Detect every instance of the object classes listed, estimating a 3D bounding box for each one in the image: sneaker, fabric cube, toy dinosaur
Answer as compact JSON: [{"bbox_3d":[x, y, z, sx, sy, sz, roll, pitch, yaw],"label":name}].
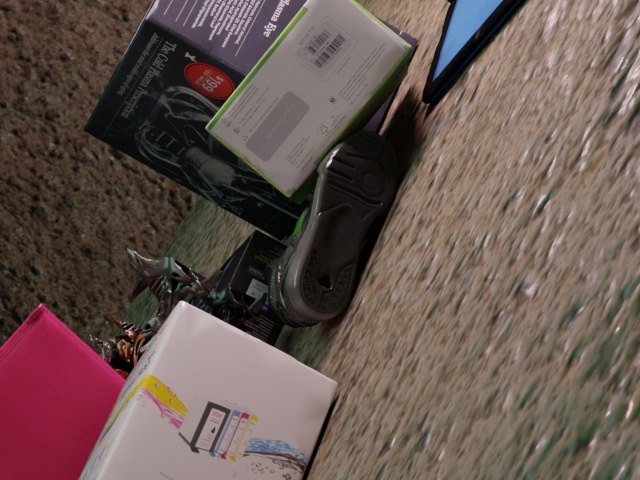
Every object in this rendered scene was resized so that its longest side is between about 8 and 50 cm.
[{"bbox_3d":[0.004,-0.007,1.906,0.130,0.087,0.228,-33,34,59],"label":"sneaker"},{"bbox_3d":[-0.290,0.263,1.847,0.254,0.258,0.259,-49,5,-27],"label":"fabric cube"},{"bbox_3d":[-0.152,0.144,2.002,0.164,0.321,0.218,43,-120,-62],"label":"toy dinosaur"}]

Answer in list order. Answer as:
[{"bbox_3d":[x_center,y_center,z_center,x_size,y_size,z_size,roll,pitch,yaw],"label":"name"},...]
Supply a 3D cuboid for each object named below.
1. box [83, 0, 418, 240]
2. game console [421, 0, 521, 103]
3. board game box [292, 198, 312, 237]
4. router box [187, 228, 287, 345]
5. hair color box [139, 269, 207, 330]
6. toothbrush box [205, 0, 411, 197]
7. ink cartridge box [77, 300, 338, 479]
[{"bbox_3d":[-0.097,-0.197,2.352,0.179,0.312,0.343,-66,9,-27],"label":"box"},{"bbox_3d":[0.142,-0.334,1.912,0.173,0.250,0.293,-35,-8,-34],"label":"game console"},{"bbox_3d":[0.000,0.000,2.052,0.092,0.043,0.181,-57,9,29],"label":"board game box"},{"bbox_3d":[-0.138,0.150,2.249,0.243,0.081,0.309,-66,10,-26],"label":"router box"},{"bbox_3d":[-0.233,0.195,2.586,0.347,0.105,0.174,-48,16,54],"label":"hair color box"},{"bbox_3d":[-0.008,-0.156,2.028,0.206,0.122,0.283,-51,-3,1],"label":"toothbrush box"},{"bbox_3d":[-0.120,0.212,1.650,0.171,0.168,0.233,-51,12,52],"label":"ink cartridge box"}]
